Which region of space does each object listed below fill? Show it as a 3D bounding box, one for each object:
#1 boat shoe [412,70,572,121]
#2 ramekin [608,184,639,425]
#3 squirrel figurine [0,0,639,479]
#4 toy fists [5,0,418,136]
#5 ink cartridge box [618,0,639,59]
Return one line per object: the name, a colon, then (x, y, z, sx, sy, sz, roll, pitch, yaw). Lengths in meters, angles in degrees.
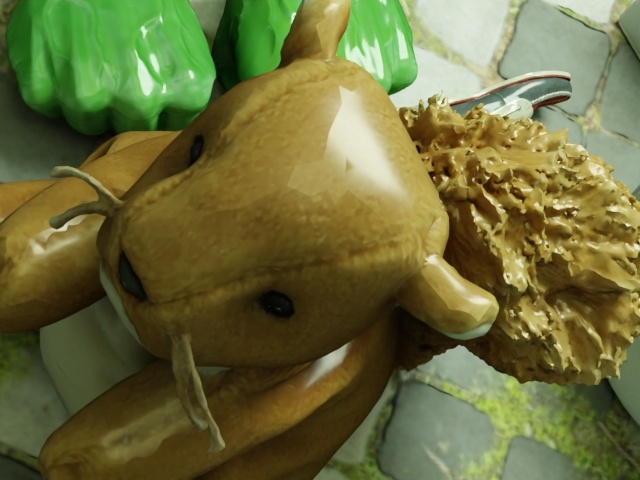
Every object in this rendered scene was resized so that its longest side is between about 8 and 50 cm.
boat shoe: (0.125, -0.089, 1.221, 0.137, 0.049, 0.043, -16, 78, -22)
ramekin: (0.325, 0.041, 1.188, 0.277, 0.135, 0.277, 7, 67, -17)
squirrel figurine: (0.000, 0.000, 0.955, 0.397, 0.370, 0.281, -16, 74, -25)
toy fists: (-0.072, -0.132, 1.145, 0.279, 0.096, 0.142, -3, 60, -19)
ink cartridge box: (0.364, -0.202, 1.288, 0.219, 0.160, 0.093, -23, 79, -25)
